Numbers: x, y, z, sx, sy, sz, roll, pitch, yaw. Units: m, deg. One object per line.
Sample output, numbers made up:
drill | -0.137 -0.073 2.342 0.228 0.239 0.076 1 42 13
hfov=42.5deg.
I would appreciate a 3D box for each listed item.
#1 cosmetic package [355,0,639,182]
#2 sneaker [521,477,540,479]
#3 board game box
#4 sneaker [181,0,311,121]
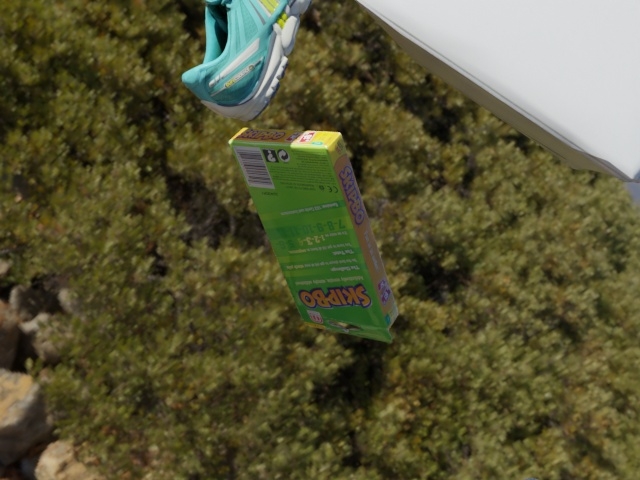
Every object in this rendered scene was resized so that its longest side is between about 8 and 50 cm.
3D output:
cosmetic package | 0.144 -0.157 0.387 0.138 0.224 0.224 35 12 6
sneaker | 0.098 0.215 0.533 0.190 0.083 0.071 4 21 -34
board game box | 0.000 0.000 0.872 0.039 0.124 0.259 -48 133 -38
sneaker | -0.074 -0.274 0.931 0.110 0.107 0.275 22 79 -27
